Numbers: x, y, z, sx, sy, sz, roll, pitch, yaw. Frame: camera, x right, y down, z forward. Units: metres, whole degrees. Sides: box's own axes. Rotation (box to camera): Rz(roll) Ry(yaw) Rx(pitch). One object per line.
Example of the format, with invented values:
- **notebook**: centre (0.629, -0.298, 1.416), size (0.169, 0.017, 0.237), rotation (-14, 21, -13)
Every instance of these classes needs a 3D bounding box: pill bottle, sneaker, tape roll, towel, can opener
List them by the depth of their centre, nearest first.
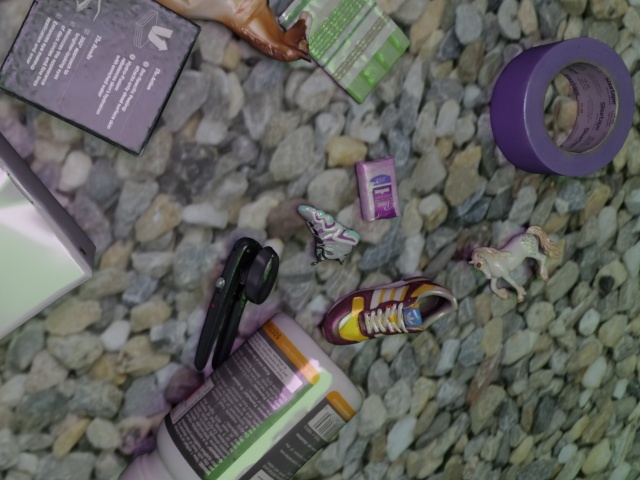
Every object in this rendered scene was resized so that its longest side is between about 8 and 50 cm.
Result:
- **pill bottle**: centre (-0.095, 0.233, 0.743), size (0.278, 0.162, 0.162), rotation (-42, 109, -8)
- **can opener**: centre (-0.115, 0.083, 0.768), size (0.059, 0.073, 0.186), rotation (22, 100, -29)
- **towel**: centre (0.032, -0.267, 0.784), size (0.152, 0.023, 0.113), rotation (42, 86, -22)
- **sneaker**: centre (0.000, 0.000, 0.803), size (0.098, 0.038, 0.069), rotation (30, 87, -20)
- **sneaker**: centre (0.094, 0.098, 0.827), size (0.185, 0.084, 0.070), rotation (-21, 105, -15)
- **tape roll**: centre (0.345, -0.187, 0.871), size (0.188, 0.080, 0.189), rotation (-3, 100, -20)

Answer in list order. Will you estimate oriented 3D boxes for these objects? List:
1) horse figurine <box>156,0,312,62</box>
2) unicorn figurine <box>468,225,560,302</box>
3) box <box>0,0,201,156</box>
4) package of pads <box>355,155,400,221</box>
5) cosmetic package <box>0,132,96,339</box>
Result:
- **horse figurine**: centre (-0.130, -0.308, 0.696), size (0.263, 0.066, 0.175), rotation (6, 92, -21)
- **unicorn figurine**: centre (0.280, 0.035, 0.902), size (0.162, 0.060, 0.111), rotation (-41, 109, -26)
- **box**: centre (-0.236, -0.194, 0.661), size (0.158, 0.093, 0.156), rotation (26, 89, -20)
- **package of pads**: centre (0.077, -0.069, 0.823), size (0.050, 0.032, 0.083), rotation (-11, 102, -14)
- **cosmetic package**: centre (-0.444, 0.051, 0.598), size (0.385, 0.156, 0.217), rotation (-36, 108, -12)
